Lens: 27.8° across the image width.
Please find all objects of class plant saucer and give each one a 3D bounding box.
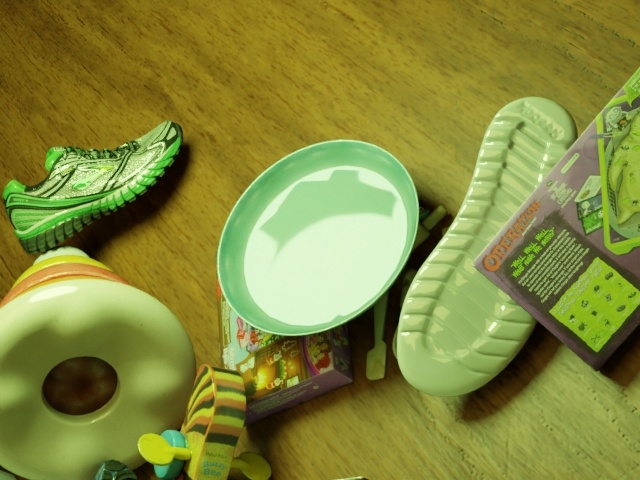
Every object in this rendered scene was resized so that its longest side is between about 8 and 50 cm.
[{"bbox_3d":[-0.019,0.014,1.895,0.168,0.029,0.169,-14,55,20],"label":"plant saucer"},{"bbox_3d":[0.000,0.000,1.846,0.317,0.044,0.318,-14,56,21],"label":"plant saucer"}]

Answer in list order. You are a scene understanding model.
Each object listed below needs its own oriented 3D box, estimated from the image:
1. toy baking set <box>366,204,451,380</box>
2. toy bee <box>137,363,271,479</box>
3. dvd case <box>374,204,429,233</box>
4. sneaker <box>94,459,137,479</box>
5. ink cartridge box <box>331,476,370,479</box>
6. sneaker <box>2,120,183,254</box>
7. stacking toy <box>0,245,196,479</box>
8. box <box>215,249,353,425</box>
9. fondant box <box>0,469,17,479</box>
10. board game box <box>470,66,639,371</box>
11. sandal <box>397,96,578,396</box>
[{"bbox_3d":[0.136,0.071,1.809,0.256,0.030,0.197,-40,46,15],"label":"toy baking set"},{"bbox_3d":[-0.158,0.336,1.810,0.162,0.195,0.298,-138,46,-57],"label":"toy bee"},{"bbox_3d":[0.090,-0.050,1.895,0.087,0.013,0.119,-25,41,-25],"label":"dvd case"},{"bbox_3d":[-0.318,0.437,1.916,0.087,0.083,0.221,-10,75,45],"label":"sneaker"},{"bbox_3d":[0.022,0.361,1.542,0.261,0.296,0.066,-13,59,35],"label":"ink cartridge box"},{"bbox_3d":[-0.391,-0.114,2.228,0.343,0.146,0.134,-30,12,-2],"label":"sneaker"},{"bbox_3d":[-0.409,0.131,2.086,0.350,0.350,0.480,-47,30,9],"label":"stacking toy"},{"bbox_3d":[-0.060,0.108,1.933,0.200,0.057,0.293,-25,51,25],"label":"box"},{"bbox_3d":[-0.519,0.448,1.993,0.096,0.238,0.330,-54,44,0],"label":"fondant box"},{"bbox_3d":[0.376,-0.035,1.591,0.208,0.056,0.347,42,95,12],"label":"board game box"},{"bbox_3d":[0.240,0.018,1.702,0.169,0.102,0.416,25,89,19],"label":"sandal"}]
